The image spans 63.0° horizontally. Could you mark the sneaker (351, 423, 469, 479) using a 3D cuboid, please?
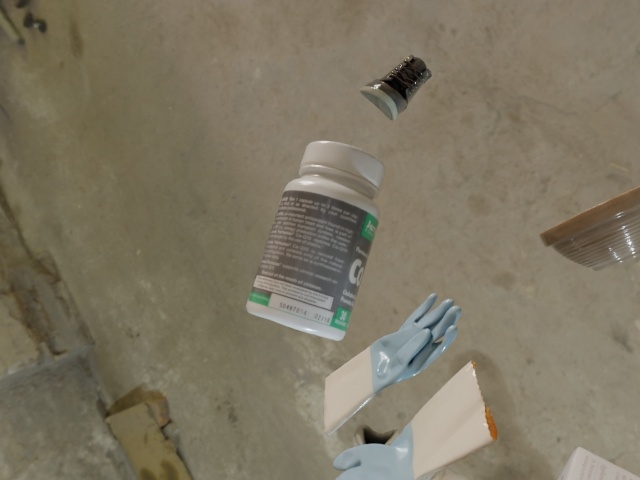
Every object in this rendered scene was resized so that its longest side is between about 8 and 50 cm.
[{"bbox_3d":[0.152,0.395,0.921,0.232,0.090,0.115,9,114,24],"label":"sneaker"}]

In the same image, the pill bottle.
[{"bbox_3d":[0.000,0.000,1.045,0.204,0.204,0.361,13,81,27],"label":"pill bottle"}]

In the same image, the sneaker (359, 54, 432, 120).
[{"bbox_3d":[0.140,-0.285,0.936,0.083,0.222,0.118,41,104,-3],"label":"sneaker"}]

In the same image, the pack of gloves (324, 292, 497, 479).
[{"bbox_3d":[0.088,0.179,0.558,0.046,0.195,0.232,31,123,-20],"label":"pack of gloves"}]

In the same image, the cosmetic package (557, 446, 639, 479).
[{"bbox_3d":[0.305,0.289,0.432,0.231,0.117,0.085,26,122,28],"label":"cosmetic package"}]

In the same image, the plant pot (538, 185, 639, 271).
[{"bbox_3d":[0.541,-0.016,0.963,0.237,0.237,0.109,-31,77,30],"label":"plant pot"}]
